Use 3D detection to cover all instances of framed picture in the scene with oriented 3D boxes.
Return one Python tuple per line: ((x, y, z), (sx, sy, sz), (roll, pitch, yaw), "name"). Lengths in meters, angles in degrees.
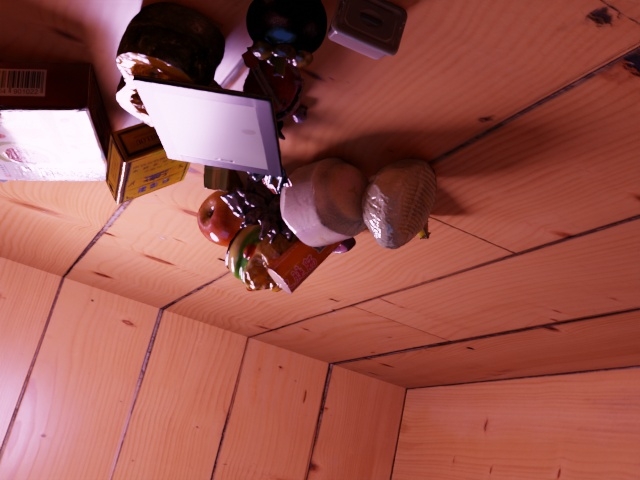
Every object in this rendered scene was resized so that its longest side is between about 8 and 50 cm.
((-0.212, -0.220, 1.504), (0.265, 0.016, 0.347), (9, 161, 4), "framed picture")

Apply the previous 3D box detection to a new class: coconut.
((0.006, -0.092, 1.831), (0.224, 0.224, 0.234), (24, 155, -28), "coconut")

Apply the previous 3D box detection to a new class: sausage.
((0.000, 0.000, 1.956), (0.093, 0.312, 0.093), (42, 166, 13), "sausage")

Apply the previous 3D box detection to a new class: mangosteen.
((-0.060, -0.349, 1.261), (0.137, 0.151, 0.137), (10, 178, 0), "mangosteen")

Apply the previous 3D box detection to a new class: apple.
((-0.241, -0.061, 2.110), (0.199, 0.199, 0.199), (11, 160, 4), "apple")

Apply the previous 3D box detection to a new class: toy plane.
((-0.148, -0.220, 1.689), (0.223, 0.104, 0.326), (42, 166, 13), "toy plane")

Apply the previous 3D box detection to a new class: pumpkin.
((-0.282, -0.326, 1.477), (0.222, 0.139, 0.317), (20, 158, -11), "pumpkin")

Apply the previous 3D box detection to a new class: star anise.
((-0.126, -0.093, 1.954), (0.220, 0.214, 0.099), (-21, 163, -40), "star anise")

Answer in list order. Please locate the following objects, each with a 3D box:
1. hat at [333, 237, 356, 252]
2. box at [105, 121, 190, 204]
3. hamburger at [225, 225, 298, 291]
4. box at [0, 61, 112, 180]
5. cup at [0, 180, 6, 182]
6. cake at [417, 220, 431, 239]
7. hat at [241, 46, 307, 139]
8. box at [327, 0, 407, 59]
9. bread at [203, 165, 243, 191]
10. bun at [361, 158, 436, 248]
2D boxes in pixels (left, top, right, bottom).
((0.013, -0.032, 2.141), (0.206, 0.089, 0.205), (16, 165, 4), "hat")
((-0.415, -0.199, 1.828), (0.193, 0.084, 0.301), (-23, 172, -23), "box")
((-0.134, 0.048, 2.049), (0.149, 0.237, 0.237), (41, 173, 27), "hamburger")
((-0.691, -0.272, 1.776), (0.345, 0.122, 0.385), (0, 161, -7), "box")
((-0.957, -0.239, 2.183), (0.129, 0.095, 0.128), (26, 154, -37), "cup")
((0.245, -0.081, 1.922), (0.185, 0.079, 0.116), (34, 140, -23), "cake")
((-0.081, -0.290, 1.529), (0.140, 0.129, 0.227), (40, -176, 16), "hat")
((0.074, -0.359, 1.252), (0.122, 0.089, 0.062), (19, 170, -15), "box")
((-0.257, -0.181, 2.021), (0.074, 0.084, 0.139), (8, -170, 13), "bread")
((0.175, -0.090, 1.734), (0.134, 0.220, 0.220), (23, 166, 28), "bun")
